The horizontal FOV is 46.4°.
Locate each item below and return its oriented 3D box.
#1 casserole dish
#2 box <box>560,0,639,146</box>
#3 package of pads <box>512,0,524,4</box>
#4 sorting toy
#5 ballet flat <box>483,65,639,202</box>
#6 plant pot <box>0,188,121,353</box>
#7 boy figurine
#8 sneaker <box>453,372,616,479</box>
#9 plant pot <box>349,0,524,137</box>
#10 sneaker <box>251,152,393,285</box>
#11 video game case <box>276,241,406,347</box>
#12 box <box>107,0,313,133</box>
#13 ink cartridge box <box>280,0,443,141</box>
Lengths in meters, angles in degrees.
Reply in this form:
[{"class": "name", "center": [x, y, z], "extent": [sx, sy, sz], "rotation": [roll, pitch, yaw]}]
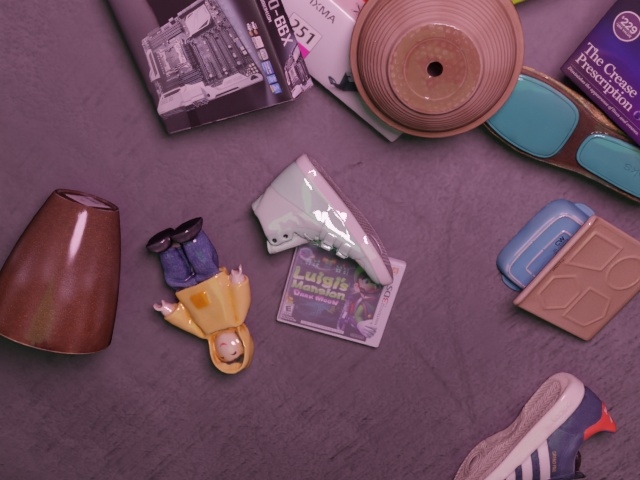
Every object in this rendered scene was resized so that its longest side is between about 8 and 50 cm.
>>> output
[{"class": "casserole dish", "center": [0.378, 0.018, 1.231], "extent": [0.114, 0.037, 0.188], "rotation": [37, 111, -11]}, {"class": "box", "center": [0.485, -0.216, 0.993], "extent": [0.261, 0.103, 0.184], "rotation": [49, 139, 14]}, {"class": "package of pads", "center": [0.297, -0.445, 0.976], "extent": [0.297, 0.101, 0.229], "rotation": [-20, 128, 14]}, {"class": "sorting toy", "center": [0.438, 0.063, 1.217], "extent": [0.208, 0.038, 0.193], "rotation": [24, 116, -29]}, {"class": "ballet flat", "center": [0.375, -0.167, 1.111], "extent": [0.349, 0.123, 0.123], "rotation": [27, 113, -2]}, {"class": "plant pot", "center": [-0.423, 0.038, 1.247], "extent": [0.216, 0.215, 0.230], "rotation": [19, 98, -3]}, {"class": "boy figurine", "center": [-0.203, 0.108, 1.300], "extent": [0.177, 0.092, 0.285], "rotation": [-18, 107, 10]}, {"class": "sneaker", "center": [0.381, 0.404, 1.344], "extent": [0.148, 0.131, 0.350], "rotation": [38, 111, -6]}, {"class": "plant pot", "center": [0.153, -0.239, 0.989], "extent": [0.238, 0.109, 0.237], "rotation": [3, 118, 6]}, {"class": "sneaker", "center": [0.000, 0.000, 1.228], "extent": [0.151, 0.094, 0.256], "rotation": [-38, 95, 13]}, {"class": "video game case", "center": [0.034, 0.089, 1.304], "extent": [0.191, 0.022, 0.173], "rotation": [16, 114, -1]}, {"class": "box", "center": [-0.176, -0.328, 1.076], "extent": [0.243, 0.076, 0.307], "rotation": [-8, 114, 31]}, {"class": "ink cartridge box", "center": [0.078, -0.301, 1.061], "extent": [0.275, 0.060, 0.239], "rotation": [38, 139, -11]}]
